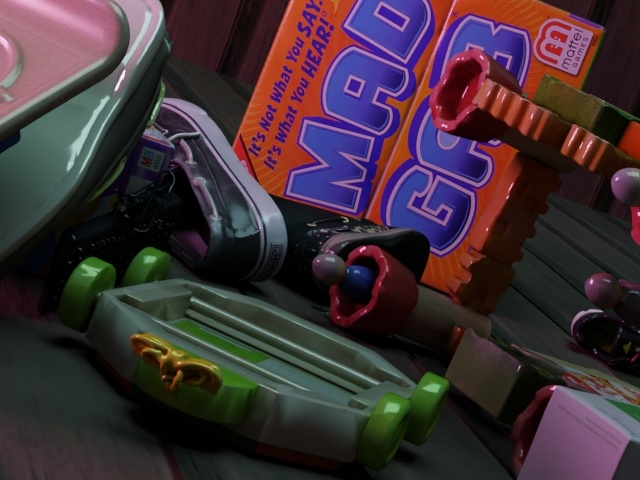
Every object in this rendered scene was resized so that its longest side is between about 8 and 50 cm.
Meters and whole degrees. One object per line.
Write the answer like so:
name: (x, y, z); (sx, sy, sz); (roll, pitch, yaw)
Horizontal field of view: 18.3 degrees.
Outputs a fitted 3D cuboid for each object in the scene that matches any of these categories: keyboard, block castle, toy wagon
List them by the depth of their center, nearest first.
toy wagon: (-0.060, 0.091, 1.445); (0.267, 0.068, 0.344); (23, 10, 14)
keyboard: (-0.151, 0.004, 1.565); (0.038, 0.100, 0.192); (25, 19, 15)
block castle: (0.192, 0.018, 1.736); (0.213, 0.303, 0.453); (24, 7, -29)

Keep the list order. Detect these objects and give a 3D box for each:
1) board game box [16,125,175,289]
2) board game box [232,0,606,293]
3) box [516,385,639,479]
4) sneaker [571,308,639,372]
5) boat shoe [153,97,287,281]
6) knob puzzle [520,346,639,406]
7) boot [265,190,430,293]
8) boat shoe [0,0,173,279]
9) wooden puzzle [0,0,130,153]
board game box: (-0.285, -0.072, 1.643); (0.275, 0.142, 0.144); (18, 9, -24)
board game box: (0.125, -0.165, 2.469); (0.356, 0.356, 0.356); (22, 9, 6)
box: (0.213, 0.176, 1.463); (0.087, 0.102, 0.101); (14, 13, -32)
sneaker: (0.362, 0.123, 2.277); (0.170, 0.063, 0.075); (19, 7, 19)
boat shoe: (-0.149, -0.055, 1.984); (0.105, 0.113, 0.306); (5, 32, -36)
knob puzzle: (0.300, 0.169, 1.950); (0.213, 0.030, 0.213); (21, 8, -3)
boot: (0.000, -0.002, 2.089); (0.178, 0.085, 0.236); (23, 9, 26)
boat shoe: (-0.206, -0.062, 1.509); (0.109, 0.305, 0.091); (20, -34, 19)
wooden puzzle: (-0.355, -0.100, 1.394); (0.322, 0.080, 0.348); (27, 51, 31)
